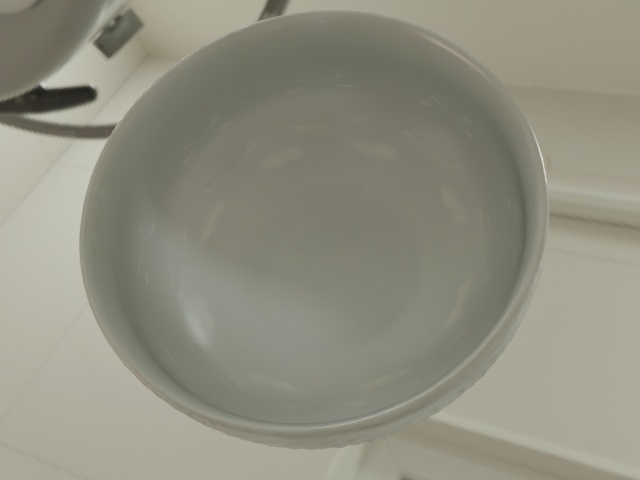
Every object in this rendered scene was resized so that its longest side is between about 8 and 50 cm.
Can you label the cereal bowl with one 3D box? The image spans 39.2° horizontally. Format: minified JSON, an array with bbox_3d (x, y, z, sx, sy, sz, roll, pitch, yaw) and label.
[{"bbox_3d":[0.000,0.000,0.686,0.339,0.339,0.141,18,-21,20],"label":"cereal bowl"}]
